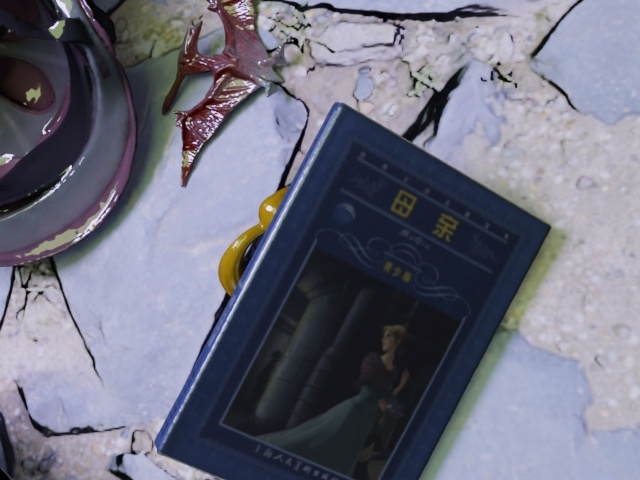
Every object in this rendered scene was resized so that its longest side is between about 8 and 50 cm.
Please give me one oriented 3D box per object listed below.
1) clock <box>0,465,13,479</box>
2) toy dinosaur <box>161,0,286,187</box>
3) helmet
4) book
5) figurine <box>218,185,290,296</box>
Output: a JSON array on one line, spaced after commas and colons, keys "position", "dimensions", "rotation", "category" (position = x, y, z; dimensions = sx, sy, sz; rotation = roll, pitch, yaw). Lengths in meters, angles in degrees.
[{"position": [-0.351, 0.302, 0.631], "dimensions": [0.309, 0.166, 0.235], "rotation": [-43, 81, -14], "category": "clock"}, {"position": [-0.084, -0.151, 0.750], "dimensions": [0.108, 0.032, 0.220], "rotation": [16, 87, 19], "category": "toy dinosaur"}, {"position": [-0.322, -0.152, 0.719], "dimensions": [0.271, 0.338, 0.197], "rotation": [-39, 41, 0], "category": "helmet"}, {"position": [0.028, 0.065, 0.608], "dimensions": [0.191, 0.025, 0.269], "rotation": [28, 90, -19], "category": "book"}, {"position": [0.000, -0.003, 0.641], "dimensions": [0.176, 0.122, 0.121], "rotation": [-40, 50, 4], "category": "figurine"}]
